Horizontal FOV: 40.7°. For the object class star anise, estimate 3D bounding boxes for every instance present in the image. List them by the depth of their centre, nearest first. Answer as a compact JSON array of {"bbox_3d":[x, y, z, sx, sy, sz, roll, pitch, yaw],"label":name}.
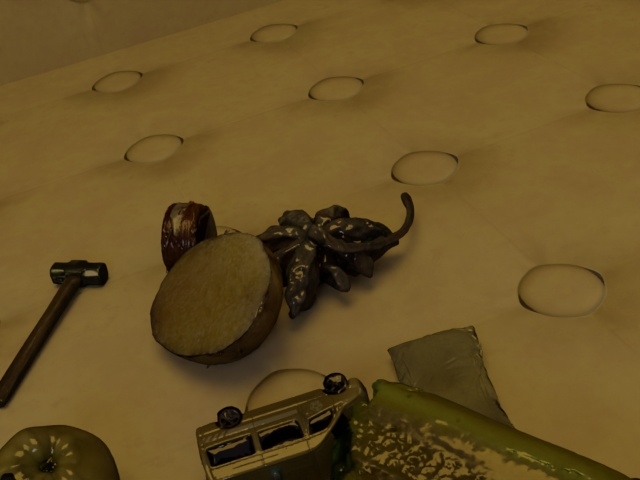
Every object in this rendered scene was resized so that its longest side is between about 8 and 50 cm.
[{"bbox_3d":[0.000,0.000,1.589,0.315,0.139,0.360,6,38,12],"label":"star anise"}]

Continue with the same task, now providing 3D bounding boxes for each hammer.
[{"bbox_3d":[-0.509,0.165,1.593,0.111,0.044,0.365,0,38,14],"label":"hammer"}]

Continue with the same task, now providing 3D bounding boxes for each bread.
[{"bbox_3d":[0.185,0.337,0.988,0.376,0.208,0.251,17,56,36],"label":"bread"},{"bbox_3d":[-0.248,0.004,1.639,0.073,0.161,0.160,-4,35,9],"label":"bread"}]

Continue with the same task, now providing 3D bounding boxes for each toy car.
[{"bbox_3d":[-0.042,0.288,1.223,0.256,0.101,0.124,-17,39,-5],"label":"toy car"}]

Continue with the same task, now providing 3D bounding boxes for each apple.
[{"bbox_3d":[-0.362,0.343,1.172,0.199,0.200,0.200,-8,35,5],"label":"apple"}]

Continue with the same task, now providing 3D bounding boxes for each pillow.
[{"bbox_3d":[0.192,0.222,1.298,0.148,0.050,0.230,-17,34,4],"label":"pillow"}]

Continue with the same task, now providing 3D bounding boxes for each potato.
[{"bbox_3d":[-0.156,0.105,1.473,0.299,0.116,0.239,1,66,45],"label":"potato"}]

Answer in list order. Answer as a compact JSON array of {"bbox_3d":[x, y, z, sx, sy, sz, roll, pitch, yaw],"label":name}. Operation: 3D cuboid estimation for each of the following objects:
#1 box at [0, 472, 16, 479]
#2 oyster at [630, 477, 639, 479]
[{"bbox_3d":[-0.333,0.462,0.884,0.204,0.251,0.345,-23,29,-26],"label":"box"},{"bbox_3d":[0.427,0.360,0.972,0.166,0.110,0.341,-7,21,-4],"label":"oyster"}]
